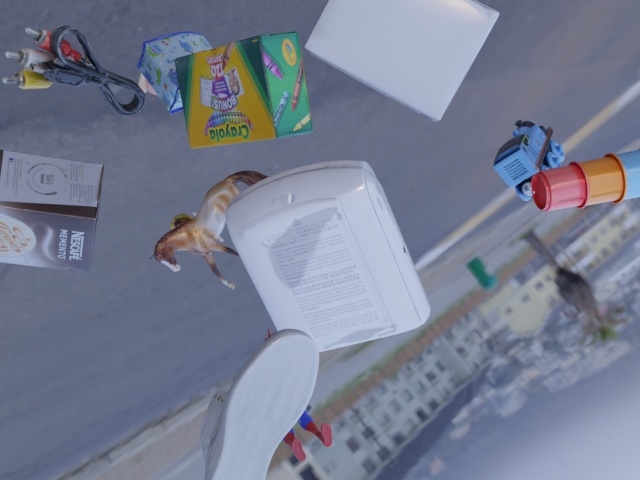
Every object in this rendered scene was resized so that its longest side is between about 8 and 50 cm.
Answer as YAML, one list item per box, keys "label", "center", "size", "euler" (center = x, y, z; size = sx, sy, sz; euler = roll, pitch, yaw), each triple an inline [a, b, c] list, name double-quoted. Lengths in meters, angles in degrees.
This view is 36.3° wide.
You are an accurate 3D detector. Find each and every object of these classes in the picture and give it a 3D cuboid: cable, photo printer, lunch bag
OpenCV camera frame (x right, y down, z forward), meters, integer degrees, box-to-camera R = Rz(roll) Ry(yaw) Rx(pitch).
- label: "cable"
  center: [-0.414, -0.305, 1.720]
  size: [0.287, 0.072, 0.139]
  euler: [6, 122, -56]
- label: "photo printer"
  center: [0.007, 0.023, 1.547]
  size: [0.256, 0.307, 0.107]
  euler: [-16, -152, 18]
- label: "lunch bag"
  center: [-0.252, -0.327, 1.863]
  size: [0.151, 0.129, 0.096]
  euler: [-28, 163, -33]

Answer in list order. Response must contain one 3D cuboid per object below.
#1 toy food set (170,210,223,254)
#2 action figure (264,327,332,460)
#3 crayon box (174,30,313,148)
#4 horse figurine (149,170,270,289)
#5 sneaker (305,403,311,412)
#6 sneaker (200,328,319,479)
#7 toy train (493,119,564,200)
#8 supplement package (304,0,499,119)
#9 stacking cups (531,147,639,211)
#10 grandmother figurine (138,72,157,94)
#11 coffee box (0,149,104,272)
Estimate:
- label: "toy food set"
  center: [-0.363, -0.007, 2.692]
  size: [0.071, 0.128, 0.218]
  euler: [-48, -166, -21]
- label: "action figure"
  center: [-0.082, 0.266, 1.769]
  size: [0.091, 0.139, 0.280]
  euler: [-23, -154, -19]
- label: "crayon box"
  center: [-0.135, -0.249, 1.660]
  size: [0.081, 0.165, 0.278]
  euler: [-15, -170, -36]
- label: "horse figurine"
  center: [-0.179, -0.033, 1.833]
  size: [0.263, 0.174, 0.066]
  euler: [-56, -166, -1]
- label: "sneaker"
  center: [-0.052, 0.284, 1.993]
  size: [0.075, 0.170, 0.063]
  euler: [19, 142, -35]
- label: "sneaker"
  center: [-0.099, 0.219, 1.351]
  size: [0.292, 0.108, 0.169]
  euler: [-65, -159, 17]
- label: "toy train"
  center: [0.370, -0.148, 1.723]
  size: [0.080, 0.105, 0.184]
  euler: [-31, -164, 36]
- label: "supplement package"
  center: [0.137, -0.352, 1.674]
  size: [0.204, 0.262, 0.145]
  euler: [-61, 179, 7]
- label: "stacking cups"
  center: [0.485, -0.109, 1.519]
  size: [0.316, 0.096, 0.096]
  euler: [-8, 164, -12]
- label: "grandmother figurine"
  center: [-0.285, -0.345, 2.438]
  size: [0.208, 0.342, 0.104]
  euler: [-41, 151, -65]
- label: "coffee box"
  center: [-0.432, -0.045, 1.350]
  size: [0.246, 0.098, 0.141]
  euler: [7, 144, -12]
